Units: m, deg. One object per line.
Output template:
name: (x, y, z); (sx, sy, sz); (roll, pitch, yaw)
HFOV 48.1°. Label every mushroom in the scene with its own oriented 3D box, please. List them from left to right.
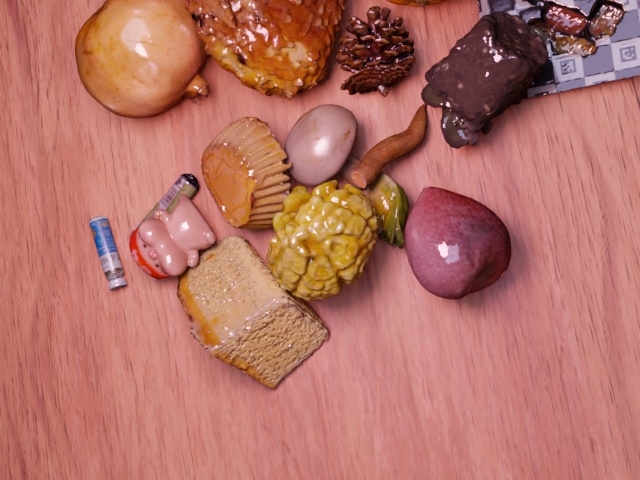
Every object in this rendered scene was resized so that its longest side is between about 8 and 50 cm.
mushroom: (0.028, -0.205, 1.684); (0.215, 0.207, 0.207); (35, 93, -20)

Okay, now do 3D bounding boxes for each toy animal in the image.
toy animal: (-0.365, -0.001, 1.747); (0.197, 0.171, 0.171); (-37, 77, -3)

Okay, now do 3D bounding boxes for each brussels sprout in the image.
brussels sprout: (0.152, -0.074, 1.660); (0.100, 0.139, 0.181); (17, 61, -26)

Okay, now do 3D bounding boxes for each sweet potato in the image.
sweet potato: (0.176, -0.218, 1.662); (0.067, 0.059, 0.281); (36, 60, 28)

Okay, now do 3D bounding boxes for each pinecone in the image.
pinecone: (0.127, -0.447, 1.681); (0.185, 0.169, 0.212); (-6, 58, 6)

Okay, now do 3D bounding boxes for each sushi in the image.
sushi: (0.542, -0.513, 1.641); (0.343, 0.064, 0.359); (-8, 87, 23)

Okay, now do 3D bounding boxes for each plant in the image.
plant: (0.358, -0.353, 1.585); (0.199, 0.188, 0.276); (51, 135, 14)

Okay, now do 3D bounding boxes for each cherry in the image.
cherry: (0.289, 0.009, 1.580); (0.239, 0.206, 0.239); (-2, 44, 2)

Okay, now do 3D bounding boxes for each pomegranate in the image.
pomegranate: (-0.412, -0.447, 1.743); (0.338, 0.338, 0.338); (-1, 84, 13)

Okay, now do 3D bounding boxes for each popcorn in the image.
popcorn: (0.000, 0.000, 1.579); (0.270, 0.224, 0.258); (-30, 37, 43)

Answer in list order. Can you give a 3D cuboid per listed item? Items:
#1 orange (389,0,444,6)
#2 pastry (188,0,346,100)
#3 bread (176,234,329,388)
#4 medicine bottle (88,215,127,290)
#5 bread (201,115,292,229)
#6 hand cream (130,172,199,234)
orange: (0.224, -0.678, 1.612); (0.312, 0.312, 0.312); (-1, 84, 13)
pastry: (-0.127, -0.544, 1.662); (0.292, 0.337, 0.405); (10, 88, 52)
bread: (-0.171, 0.171, 1.737); (0.248, 0.279, 0.315); (-42, 34, 5)
medicine bottle: (-0.545, 0.032, 1.843); (0.051, 0.051, 0.191); (-23, 79, 10)
bread: (-0.179, -0.152, 1.687); (0.274, 0.149, 0.274); (18, 115, 43)
hand cream: (-0.389, -0.077, 1.825); (0.086, 0.055, 0.235); (42, 102, 15)
